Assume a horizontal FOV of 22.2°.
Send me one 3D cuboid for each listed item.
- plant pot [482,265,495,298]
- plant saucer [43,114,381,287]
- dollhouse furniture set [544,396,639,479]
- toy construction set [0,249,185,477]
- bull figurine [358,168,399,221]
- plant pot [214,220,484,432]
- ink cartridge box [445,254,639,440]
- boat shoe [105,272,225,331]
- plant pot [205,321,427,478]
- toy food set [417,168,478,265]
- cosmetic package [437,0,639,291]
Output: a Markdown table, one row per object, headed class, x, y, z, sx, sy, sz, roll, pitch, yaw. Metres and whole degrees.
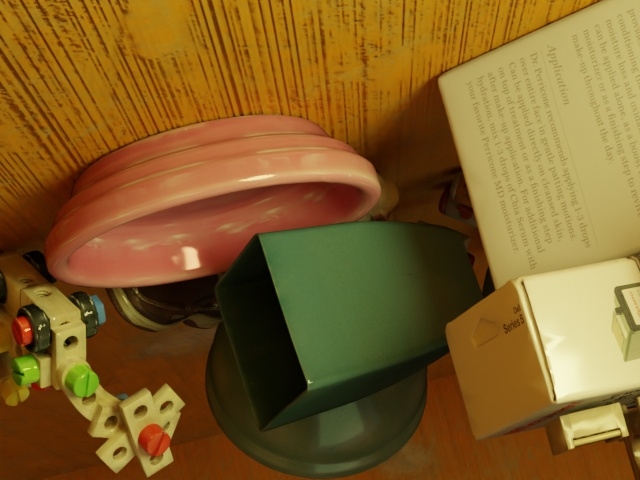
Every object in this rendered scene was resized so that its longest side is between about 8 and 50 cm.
| class | x | y | z | sx | sy | sz | roll | pitch | yaw |
| --- | --- | --- | --- | --- | --- | --- | --- | --- | --- |
| plant pot | 0.337 | 0.071 | 2.227 | 0.290 | 0.290 | 0.195 | -19 | 130 | 21 |
| plant saucer | -0.110 | -0.040 | 1.590 | 0.332 | 0.084 | 0.332 | -14 | 168 | -3 |
| dollhouse furniture set | 0.281 | 0.195 | 1.427 | 0.182 | 0.101 | 0.161 | -12 | 167 | -13 |
| toy construction set | -0.293 | 0.128 | 1.716 | 0.328 | 0.215 | 0.151 | 24 | -146 | 33 |
| bull figurine | 0.000 | 0.000 | 1.849 | 0.188 | 0.101 | 0.310 | -11 | 165 | 1 |
| plant pot | 0.041 | 0.076 | 1.683 | 0.234 | 0.165 | 0.166 | -11 | 163 | -25 |
| ink cartridge box | 0.274 | 0.085 | 1.445 | 0.273 | 0.114 | 0.198 | -10 | 166 | -18 |
| boat shoe | -0.161 | 0.047 | 1.927 | 0.095 | 0.095 | 0.257 | -33 | 168 | 17 |
| plant pot | 0.003 | 0.125 | 2.062 | 0.293 | 0.293 | 0.196 | -11 | 144 | -14 |
| toy food set | 0.123 | 0.013 | 1.938 | 0.104 | 0.232 | 0.111 | 22 | -163 | 16 |
| cosmetic package | 0.352 | -0.118 | 1.439 | 0.453 | 0.230 | 0.161 | -22 | 165 | 33 |
